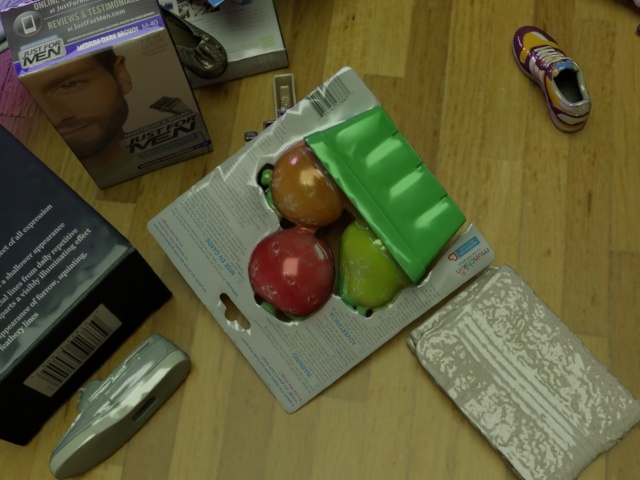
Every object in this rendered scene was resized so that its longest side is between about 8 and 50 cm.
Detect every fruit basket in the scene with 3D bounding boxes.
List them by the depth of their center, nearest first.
[{"bbox_3d":[0.000,0.000,1.191,0.353,0.165,0.327,-38,89,9],"label":"fruit basket"}]

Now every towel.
[{"bbox_3d":[0.265,0.178,1.162,0.187,0.049,0.282,-39,72,-10],"label":"towel"}]

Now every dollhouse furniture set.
[{"bbox_3d":[-0.074,-0.206,1.313,0.091,0.081,0.114,-6,69,2],"label":"dollhouse furniture set"}]

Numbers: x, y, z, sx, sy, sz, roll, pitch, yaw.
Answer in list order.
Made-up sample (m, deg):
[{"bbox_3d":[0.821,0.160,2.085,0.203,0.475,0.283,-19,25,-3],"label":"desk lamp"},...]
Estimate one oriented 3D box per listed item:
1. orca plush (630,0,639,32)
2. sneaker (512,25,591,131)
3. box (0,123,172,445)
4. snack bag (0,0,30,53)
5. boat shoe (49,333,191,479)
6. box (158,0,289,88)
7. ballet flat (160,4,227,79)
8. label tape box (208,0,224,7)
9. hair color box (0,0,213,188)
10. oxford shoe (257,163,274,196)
[{"bbox_3d":[0.501,-0.395,1.359,0.287,0.102,0.151,8,115,18],"label":"orca plush"},{"bbox_3d":[0.344,-0.253,1.298,0.069,0.084,0.185,-24,70,-5],"label":"sneaker"},{"bbox_3d":[-0.454,0.025,1.186,0.395,0.212,0.293,40,78,16],"label":"box"},{"bbox_3d":[-0.415,-0.378,1.270,0.323,0.037,0.343,-19,44,29],"label":"snack bag"},{"bbox_3d":[-0.277,0.216,1.179,0.081,0.079,0.227,39,72,26],"label":"boat shoe"},{"bbox_3d":[-0.196,-0.395,1.408,0.232,0.058,0.322,-13,70,-1],"label":"box"},{"bbox_3d":[-0.245,-0.319,1.322,0.250,0.058,0.084,32,75,14],"label":"ballet flat"},{"bbox_3d":[-0.148,-0.491,1.351,0.240,0.106,0.334,-36,69,-8],"label":"label tape box"},{"bbox_3d":[-0.269,-0.202,1.188,0.185,0.339,0.110,-20,69,-3],"label":"hair color box"},{"bbox_3d":[-0.109,-0.060,1.262,0.227,0.083,0.096,-33,75,-7],"label":"oxford shoe"}]
